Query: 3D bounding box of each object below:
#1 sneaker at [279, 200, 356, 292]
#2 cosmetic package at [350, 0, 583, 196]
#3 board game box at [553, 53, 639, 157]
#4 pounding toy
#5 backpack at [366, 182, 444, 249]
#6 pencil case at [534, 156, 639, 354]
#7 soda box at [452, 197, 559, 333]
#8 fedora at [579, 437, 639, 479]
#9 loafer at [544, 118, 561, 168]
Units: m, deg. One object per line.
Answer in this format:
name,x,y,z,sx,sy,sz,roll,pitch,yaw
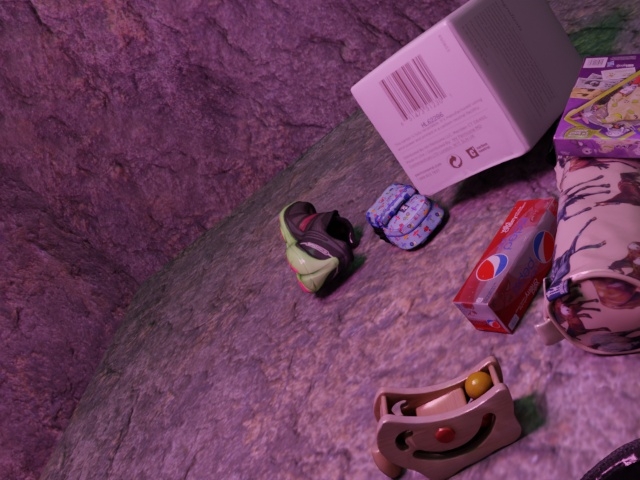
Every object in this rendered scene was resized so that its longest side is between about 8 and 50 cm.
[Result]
sneaker,0.000,0.000,1.852,0.202,0.185,0.483,-24,25,1
cosmetic package,0.361,-0.373,1.495,0.394,0.327,0.329,-43,11,-35
board game box,0.568,-0.214,0.982,0.347,0.056,0.208,9,53,37
pounding toy,0.168,0.260,0.986,0.269,0.154,0.155,-36,22,18
backpack,0.217,-0.060,1.585,0.158,0.117,0.173,-46,23,-5
pencil case,0.445,-0.016,1.003,0.184,0.160,0.410,-12,35,33
soda box,0.358,0.042,1.161,0.263,0.083,0.092,-51,22,-21
fedora,0.332,0.329,0.505,0.334,0.152,0.334,-50,20,26
loafer,0.513,-0.191,1.339,0.078,0.076,0.223,-25,29,20
